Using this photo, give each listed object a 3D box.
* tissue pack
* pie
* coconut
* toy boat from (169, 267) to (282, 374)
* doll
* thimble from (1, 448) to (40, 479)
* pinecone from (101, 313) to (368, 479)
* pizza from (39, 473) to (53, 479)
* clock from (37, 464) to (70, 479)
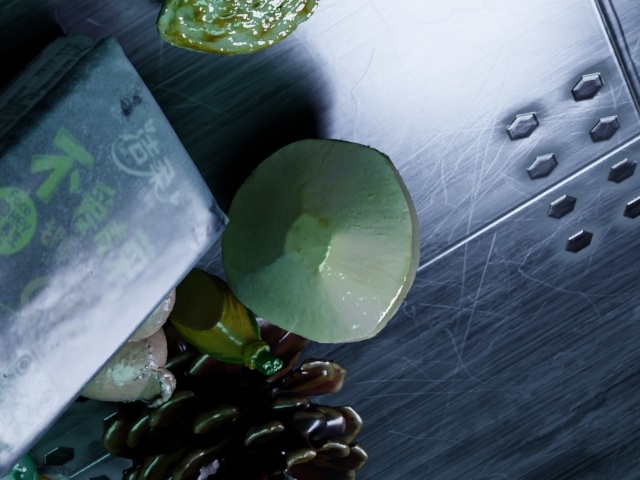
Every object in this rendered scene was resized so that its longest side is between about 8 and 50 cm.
[{"bbox_3d":[-0.296,0.014,1.577,0.394,0.124,0.288,-50,132,-26],"label":"tissue pack"},{"bbox_3d":[-0.072,-0.294,1.584,0.201,0.090,0.248,-4,137,-42],"label":"pie"},{"bbox_3d":[0.000,0.000,1.814,0.259,0.259,0.259,-16,140,-14],"label":"coconut"},{"bbox_3d":[-0.133,0.096,1.888,0.089,0.229,0.088,-50,132,-2],"label":"toy boat"},{"bbox_3d":[-0.256,0.052,1.854,0.201,0.156,0.303,14,116,12],"label":"doll"},{"bbox_3d":[-0.509,0.295,1.924,0.288,0.167,0.254,-6,135,-26],"label":"thimble"},{"bbox_3d":[-0.087,0.290,2.010,0.384,0.384,0.384,-16,140,-14],"label":"pinecone"},{"bbox_3d":[-0.417,0.394,2.161,0.131,0.041,0.178,-27,142,-3],"label":"pizza"},{"bbox_3d":[-0.399,0.354,2.174,0.085,0.017,0.085,-16,140,-14],"label":"clock"}]
